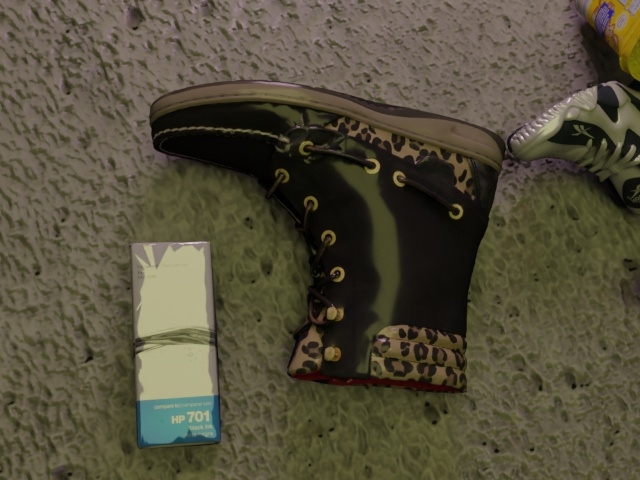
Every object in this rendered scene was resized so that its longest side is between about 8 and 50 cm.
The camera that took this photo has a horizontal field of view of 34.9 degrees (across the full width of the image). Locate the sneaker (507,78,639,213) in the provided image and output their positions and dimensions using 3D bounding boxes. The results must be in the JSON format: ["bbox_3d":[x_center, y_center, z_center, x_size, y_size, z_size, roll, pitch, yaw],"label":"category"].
[{"bbox_3d":[0.318,-0.088,1.102,0.235,0.094,0.153,-21,83,-37],"label":"sneaker"}]

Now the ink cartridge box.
[{"bbox_3d":[-0.142,0.106,1.000,0.082,0.139,0.190,-2,79,-6],"label":"ink cartridge box"}]

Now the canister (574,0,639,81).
[{"bbox_3d":[0.352,-0.260,1.100,0.073,0.170,0.126,19,120,-22],"label":"canister"}]

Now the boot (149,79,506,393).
[{"bbox_3d":[0.000,0.000,1.044,0.377,0.138,0.284,9,78,-13],"label":"boot"}]
